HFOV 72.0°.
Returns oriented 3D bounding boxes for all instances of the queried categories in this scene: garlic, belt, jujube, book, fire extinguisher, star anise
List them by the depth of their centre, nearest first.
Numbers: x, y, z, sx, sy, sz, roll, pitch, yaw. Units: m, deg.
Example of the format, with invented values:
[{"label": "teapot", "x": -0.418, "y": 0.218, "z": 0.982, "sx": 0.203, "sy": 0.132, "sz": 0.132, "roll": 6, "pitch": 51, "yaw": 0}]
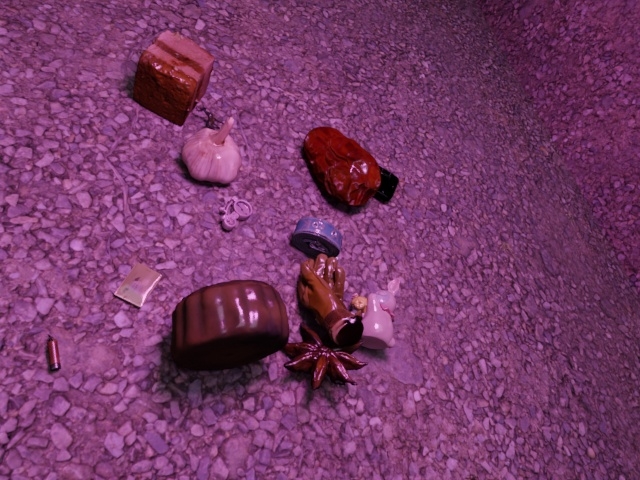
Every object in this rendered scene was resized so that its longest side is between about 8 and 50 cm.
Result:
[{"label": "fire extinguisher", "x": -0.620, "y": 0.258, "z": 1.020, "sx": 0.022, "sy": 0.028, "sz": 0.083, "roll": -20, "pitch": 70, "yaw": -2}, {"label": "book", "x": -0.488, "y": 0.119, "z": 1.184, "sx": 0.077, "sy": 0.014, "sz": 0.111, "roll": 30, "pitch": 52, "yaw": -9}, {"label": "star anise", "x": 0.008, "y": 0.345, "z": 1.259, "sx": 0.271, "sy": 0.103, "sz": 0.272, "roll": 7, "pitch": 31, "yaw": -4}, {"label": "garlic", "x": -0.324, "y": -0.297, "z": 1.394, "sx": 0.199, "sy": 0.226, "sz": 0.199, "roll": 18, "pitch": 51, "yaw": -23}, {"label": "belt", "x": -0.008, "y": -0.003, "z": 1.442, "sx": 0.163, "sy": 0.148, "sz": 0.082, "roll": 12, "pitch": 57, "yaw": 4}, {"label": "jujube", "x": 0.073, "y": -0.287, "z": 1.627, "sx": 0.216, "sy": 0.216, "sz": 0.342, "roll": -20, "pitch": 59, "yaw": -36}]

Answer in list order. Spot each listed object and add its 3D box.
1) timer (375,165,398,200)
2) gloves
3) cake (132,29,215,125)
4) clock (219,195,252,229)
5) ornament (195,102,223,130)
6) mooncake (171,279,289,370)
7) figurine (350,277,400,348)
[{"label": "timer", "x": 0.214, "y": -0.242, "z": 1.765, "sx": 0.187, "sy": 0.055, "sz": 0.144, "roll": 30, "pitch": 50, "yaw": -4}, {"label": "gloves", "x": 0.018, "y": 0.174, "z": 1.337, "sx": 0.154, "sy": 0.141, "sz": 0.331, "roll": 3, "pitch": 34, "yaw": -28}, {"label": "cake", "x": -0.476, "y": -0.569, "z": 1.498, "sx": 0.196, "sy": 0.199, "sz": 0.293, "roll": 27, "pitch": 51, "yaw": -9}, {"label": "clock", "x": -0.277, "y": -0.088, "z": 1.408, "sx": 0.087, "sy": 0.041, "sz": 0.129, "roll": 41, "pitch": 45, "yaw": -6}, {"label": "ornament", "x": -0.387, "y": -0.419, "z": 1.520, "sx": 0.125, "sy": 0.028, "sz": 0.073, "roll": 44, "pitch": 41, "yaw": -44}, {"label": "mooncake", "x": -0.224, "y": 0.209, "z": 1.101, "sx": 0.290, "sy": 0.290, "sz": 0.161, "roll": 1, "pitch": 59, "yaw": -28}, {"label": "figurine", "x": 0.175, "y": 0.220, "z": 1.417, "sx": 0.155, "sy": 0.127, "sz": 0.236, "roll": 7, "pitch": 54, "yaw": 12}]
